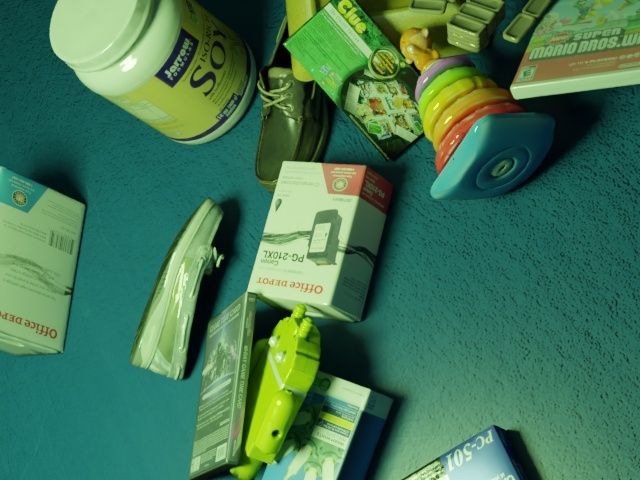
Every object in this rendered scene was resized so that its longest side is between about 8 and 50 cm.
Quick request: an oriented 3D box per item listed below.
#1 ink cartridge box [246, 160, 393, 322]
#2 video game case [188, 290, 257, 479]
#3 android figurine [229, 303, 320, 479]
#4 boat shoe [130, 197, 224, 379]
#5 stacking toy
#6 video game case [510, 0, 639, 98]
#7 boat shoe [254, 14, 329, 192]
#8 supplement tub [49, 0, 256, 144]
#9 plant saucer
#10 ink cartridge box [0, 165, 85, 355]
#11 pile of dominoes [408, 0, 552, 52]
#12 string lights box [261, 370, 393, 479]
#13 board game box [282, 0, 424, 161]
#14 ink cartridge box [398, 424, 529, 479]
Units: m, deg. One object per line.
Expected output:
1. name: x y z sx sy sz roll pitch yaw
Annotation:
1. ink cartridge box: 0.000 0.000 1.763 0.171 0.100 0.237 6 75 36
2. video game case: -0.159 0.238 1.749 0.196 0.026 0.274 141 139 -60
3. android figurine: -0.074 0.230 1.680 0.273 0.056 0.248 -65 17 12
4. boat shoe: -0.234 0.082 1.896 0.321 0.103 0.118 -70 14 -13
5. stacking toy: 0.202 -0.216 1.648 0.302 0.165 0.175 61 138 31
6. video game case: 0.410 -0.312 1.582 0.204 0.025 0.285 -4 42 33
7. boat shoe: -0.058 -0.260 1.887 0.132 0.130 0.356 3 72 35
8. supplement tub: -0.297 -0.339 1.953 0.241 0.331 0.241 -13 65 29
9. plant saucer: 0.096 -0.451 1.818 0.332 0.081 0.333 -9 65 6
10. ink cartridge box: -0.589 0.046 2.062 0.129 0.223 0.308 -8 67 32
11. pile of dominoes: 0.281 -0.398 1.716 0.196 0.040 0.251 26 61 27
12. string lights box: -0.001 0.337 1.643 0.133 0.076 0.260 14 80 38
13. board game box: 0.075 -0.266 1.753 0.136 0.260 0.030 -38 13 17
14. ink cartridge box: 0.188 0.355 1.530 0.207 0.046 0.097 -35 57 17
